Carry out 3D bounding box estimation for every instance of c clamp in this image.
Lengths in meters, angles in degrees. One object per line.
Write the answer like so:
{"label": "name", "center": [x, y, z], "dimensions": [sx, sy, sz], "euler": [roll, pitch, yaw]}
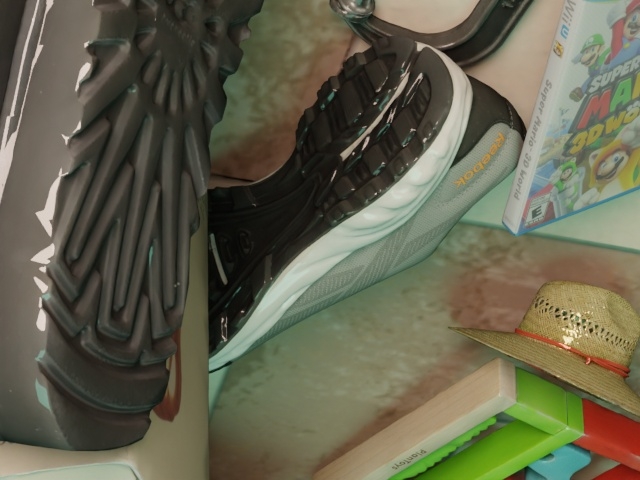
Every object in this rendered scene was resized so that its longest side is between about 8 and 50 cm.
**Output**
{"label": "c clamp", "center": [0.056, -0.151, 0.864], "dimensions": [0.137, 0.022, 0.161], "euler": [9, 133, -21]}

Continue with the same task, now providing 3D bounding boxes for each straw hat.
{"label": "straw hat", "center": [0.153, 0.055, 1.040], "dimensions": [0.144, 0.144, 0.061], "euler": [26, 88, -27]}

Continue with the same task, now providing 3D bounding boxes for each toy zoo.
{"label": "toy zoo", "center": [0.166, 0.179, 1.171], "dimensions": [0.293, 0.030, 0.192], "euler": [25, 138, -27]}

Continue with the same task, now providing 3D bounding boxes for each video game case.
{"label": "video game case", "center": [0.158, -0.081, 0.902], "dimensions": [0.119, 0.015, 0.166], "euler": [-20, 142, -27]}

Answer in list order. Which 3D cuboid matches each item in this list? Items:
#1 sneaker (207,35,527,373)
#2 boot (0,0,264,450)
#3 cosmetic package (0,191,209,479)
{"label": "sneaker", "center": [0.000, 0.000, 0.957], "dimensions": [0.108, 0.100, 0.271], "euler": [16, 139, -44]}
{"label": "boot", "center": [-0.258, -0.111, 0.758], "dimensions": [0.445, 0.367, 0.146], "euler": [5, 160, 22]}
{"label": "cosmetic package", "center": [-0.137, 0.032, 0.834], "dimensions": [0.153, 0.296, 0.129], "euler": [-11, 137, 6]}
